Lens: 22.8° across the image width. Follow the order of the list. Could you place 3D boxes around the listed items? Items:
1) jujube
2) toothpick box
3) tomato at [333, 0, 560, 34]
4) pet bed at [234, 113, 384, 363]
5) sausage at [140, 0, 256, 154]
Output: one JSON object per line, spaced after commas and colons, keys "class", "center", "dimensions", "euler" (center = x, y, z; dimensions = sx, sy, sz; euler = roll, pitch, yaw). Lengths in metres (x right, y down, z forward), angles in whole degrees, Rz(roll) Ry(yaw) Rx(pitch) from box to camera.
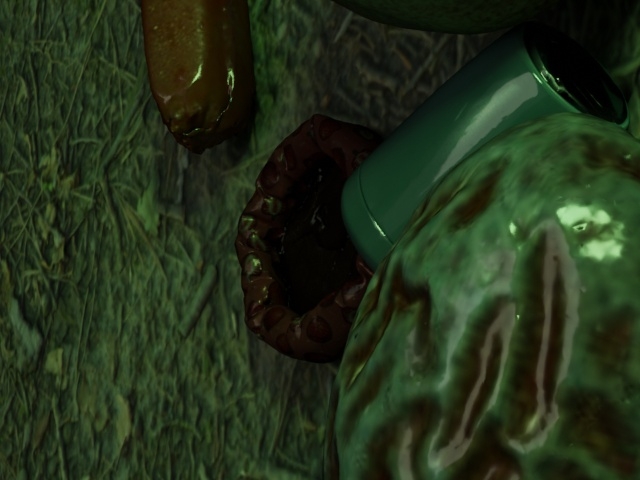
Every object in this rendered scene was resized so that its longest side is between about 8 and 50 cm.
{"class": "jujube", "center": [0.126, 0.081, 0.897], "dimensions": [0.246, 0.215, 0.308], "euler": [18, 97, 50]}
{"class": "toothpick box", "center": [0.110, -0.051, 1.032], "dimensions": [0.184, 0.120, 0.120], "euler": [-46, 49, 32]}
{"class": "tomato", "center": [0.093, -0.274, 0.983], "dimensions": [0.303, 0.239, 0.303], "euler": [-51, 24, 34]}
{"class": "pet bed", "center": [0.000, 0.000, 1.222], "dimensions": [0.201, 0.053, 0.201], "euler": [-26, 58, 51]}
{"class": "sausage", "center": [-0.113, -0.231, 1.387], "dimensions": [0.102, 0.102, 0.330], "euler": [-32, 59, 45]}
